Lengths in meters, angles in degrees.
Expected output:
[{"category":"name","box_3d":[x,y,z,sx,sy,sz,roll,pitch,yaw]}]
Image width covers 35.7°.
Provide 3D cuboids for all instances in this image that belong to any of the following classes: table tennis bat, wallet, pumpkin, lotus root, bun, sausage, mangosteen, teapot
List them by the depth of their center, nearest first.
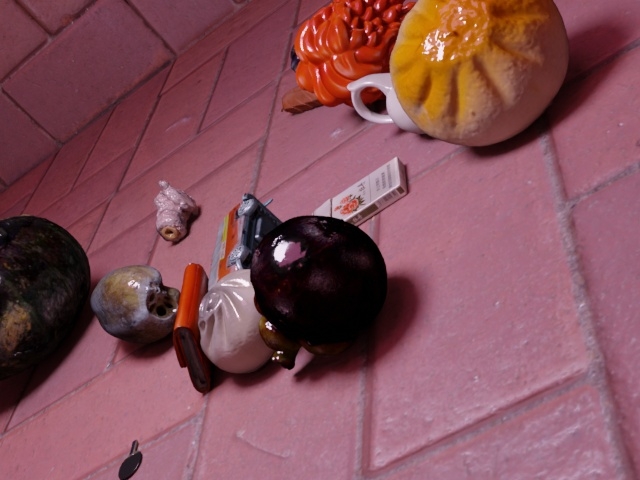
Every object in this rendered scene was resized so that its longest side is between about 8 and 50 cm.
[{"category":"mangosteen","box_3d":[-0.014,0.084,1.480,0.211,0.211,0.250,-110,38,-64]},{"category":"bun","box_3d":[0.240,-0.303,1.593,0.299,0.165,0.298,-9,71,26]},{"category":"bun","box_3d":[-0.137,0.126,1.611,0.173,0.120,0.172,-35,43,40]},{"category":"table tennis bat","box_3d":[-0.318,0.368,1.669,0.050,0.007,0.083,-33,27,20]},{"category":"wallet","box_3d":[-0.215,0.150,1.722,0.045,0.142,0.204,-11,29,5]},{"category":"teapot","box_3d":[0.192,-0.285,1.812,0.300,0.166,0.208,-17,45,27]},{"category":"lotus root","box_3d":[-0.386,0.133,1.989,0.140,0.158,0.322,-57,22,-22]},{"category":"pumpkin","box_3d":[-0.744,0.140,2.290,0.454,0.344,0.454,-31,8,5]},{"category":"sausage","box_3d":[-0.034,-0.341,2.358,0.169,0.065,0.065,-10,40,52]}]

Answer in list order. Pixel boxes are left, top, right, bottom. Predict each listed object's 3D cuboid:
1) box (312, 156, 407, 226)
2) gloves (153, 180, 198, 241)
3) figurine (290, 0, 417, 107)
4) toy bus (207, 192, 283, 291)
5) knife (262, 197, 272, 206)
[{"category":"box","box_3d":[0.066,-0.067,1.782,0.198,0.029,0.109,-33,26,20]},{"category":"gloves","box_3d":[-0.340,-0.065,2.319,0.094,0.110,0.144,-22,59,23]},{"category":"figurine","box_3d":[0.065,-0.431,2.156,0.306,0.241,0.412,-22,22,-7]},{"category":"toy bus","box_3d":[-0.134,0.036,1.818,0.120,0.121,0.265,-37,26,23]},{"category":"knife","box_3d":[-0.137,-0.061,2.112,0.091,0.005,0.014,-37,26,12]}]
